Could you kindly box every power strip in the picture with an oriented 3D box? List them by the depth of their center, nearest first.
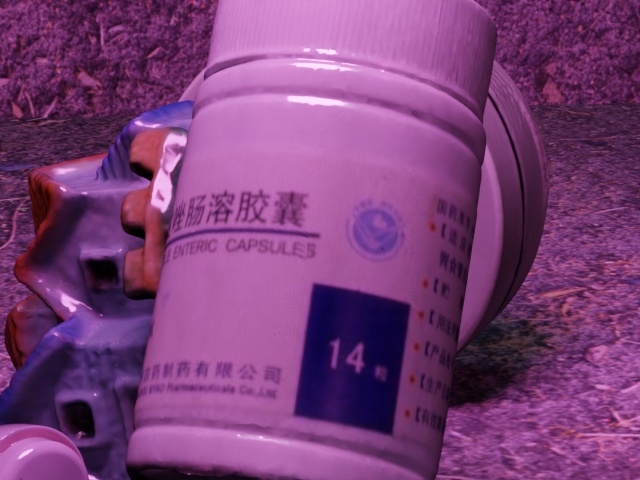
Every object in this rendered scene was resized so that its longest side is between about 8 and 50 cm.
[{"bbox_3d":[0.027,-0.046,1.489,0.358,0.357,0.161,4,13,22],"label":"power strip"}]

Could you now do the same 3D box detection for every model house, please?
[{"bbox_3d":[-0.151,0.047,1.291,0.329,0.294,0.252,-1,16,27],"label":"model house"}]

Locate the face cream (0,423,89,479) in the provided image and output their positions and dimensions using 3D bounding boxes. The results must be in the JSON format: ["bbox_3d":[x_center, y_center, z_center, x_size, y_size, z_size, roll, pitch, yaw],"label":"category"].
[{"bbox_3d":[-0.218,0.175,1.190,0.091,0.091,0.095,-13,11,-38],"label":"face cream"}]

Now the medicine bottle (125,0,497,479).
[{"bbox_3d":[0.000,0.000,1.039,0.190,0.332,0.190,9,-15,2],"label":"medicine bottle"}]
